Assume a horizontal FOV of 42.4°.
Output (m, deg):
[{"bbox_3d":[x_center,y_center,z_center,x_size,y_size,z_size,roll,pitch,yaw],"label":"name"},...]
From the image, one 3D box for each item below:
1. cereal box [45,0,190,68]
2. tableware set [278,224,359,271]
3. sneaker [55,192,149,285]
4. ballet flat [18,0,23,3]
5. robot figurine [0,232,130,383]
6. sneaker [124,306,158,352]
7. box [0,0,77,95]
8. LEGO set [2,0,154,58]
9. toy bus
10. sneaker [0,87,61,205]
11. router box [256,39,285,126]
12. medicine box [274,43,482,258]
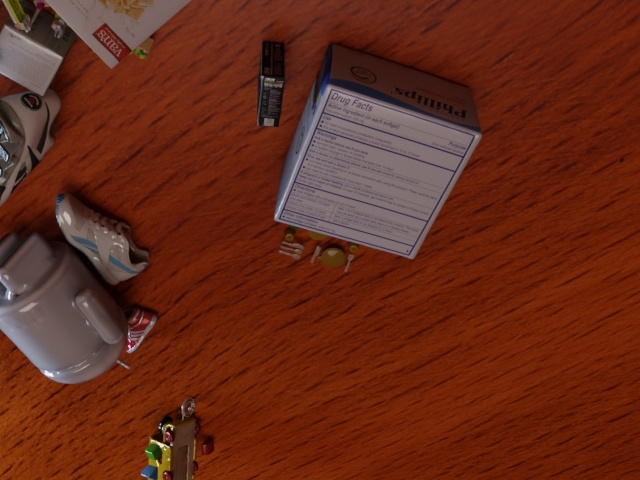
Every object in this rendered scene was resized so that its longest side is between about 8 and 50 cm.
[{"bbox_3d":[-0.280,-0.395,1.217,0.240,0.047,0.173,-41,129,2],"label":"cereal box"},{"bbox_3d":[0.000,0.000,1.614,0.154,0.024,0.104,16,125,-10],"label":"tableware set"},{"bbox_3d":[-0.419,-0.014,1.581,0.092,0.087,0.229,-24,132,11],"label":"sneaker"},{"bbox_3d":[-0.505,-0.418,1.226,0.070,0.070,0.188,-6,155,6],"label":"ballet flat"},{"bbox_3d":[-0.517,0.143,1.629,0.300,0.200,0.353,3,136,39],"label":"robot figurine"},{"bbox_3d":[-0.403,0.188,1.763,0.067,0.042,0.118,27,117,-24],"label":"sneaker"},{"bbox_3d":[-0.461,-0.309,1.322,0.102,0.101,0.087,30,124,-21],"label":"box"},{"bbox_3d":[-0.391,-0.352,1.266,0.132,0.107,0.287,-16,135,28],"label":"LEGO set"},{"bbox_3d":[-0.357,0.488,1.962,0.104,0.202,0.191,10,144,34],"label":"toy bus"},{"bbox_3d":[-0.534,-0.158,1.442,0.122,0.146,0.330,55,141,-4],"label":"sneaker"},{"bbox_3d":[-0.081,-0.255,1.342,0.038,0.122,0.092,4,130,-7],"label":"router box"},{"bbox_3d":[0.090,-0.145,1.410,0.263,0.149,0.289,16,127,-11],"label":"medicine box"}]
